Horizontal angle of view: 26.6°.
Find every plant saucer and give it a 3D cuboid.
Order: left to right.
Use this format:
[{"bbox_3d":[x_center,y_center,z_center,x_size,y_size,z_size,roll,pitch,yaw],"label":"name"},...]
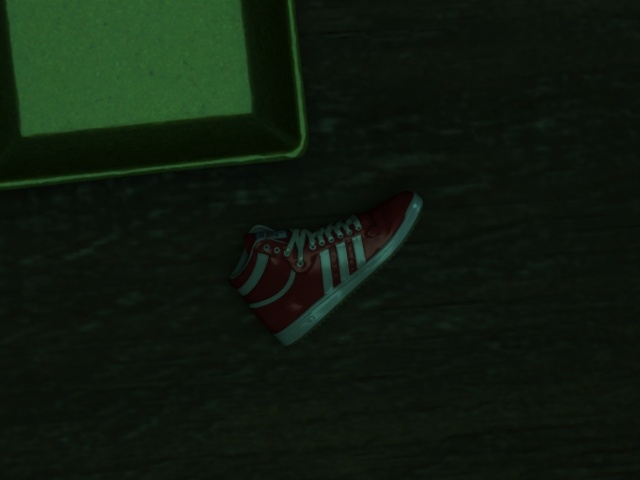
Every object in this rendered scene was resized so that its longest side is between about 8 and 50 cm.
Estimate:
[{"bbox_3d":[-0.109,-0.131,0.757,0.188,0.045,0.189,-6,97,-6],"label":"plant saucer"}]

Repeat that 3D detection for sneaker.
[{"bbox_3d":[0.000,0.000,0.784,0.118,0.042,0.067,-45,102,2],"label":"sneaker"}]
